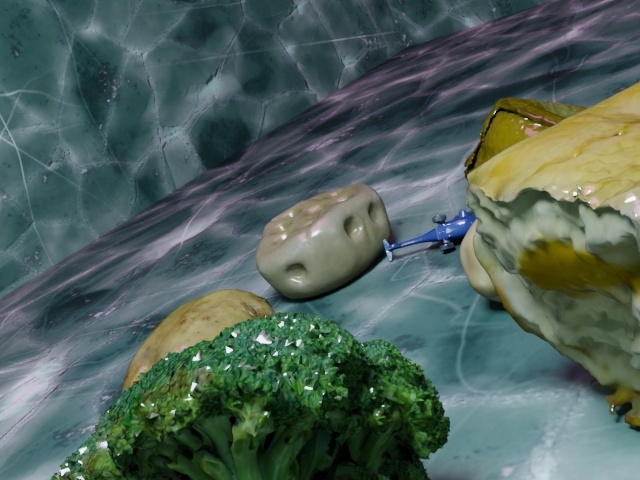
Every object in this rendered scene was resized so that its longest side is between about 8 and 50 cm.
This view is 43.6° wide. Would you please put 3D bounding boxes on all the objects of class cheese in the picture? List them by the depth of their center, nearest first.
[{"bbox_3d":[0.000,0.000,1.295,0.235,0.117,0.218,-32,17,-18],"label":"cheese"}]

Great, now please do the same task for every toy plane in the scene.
[{"bbox_3d":[0.171,-0.006,1.204,0.167,0.054,0.062,-17,-6,22],"label":"toy plane"}]

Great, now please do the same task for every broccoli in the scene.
[{"bbox_3d":[-0.043,0.187,0.591,0.308,0.308,0.275,-24,43,4],"label":"broccoli"}]

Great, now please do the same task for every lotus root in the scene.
[{"bbox_3d":[-0.139,0.149,0.999,0.160,0.146,0.284,4,25,24],"label":"lotus root"}]

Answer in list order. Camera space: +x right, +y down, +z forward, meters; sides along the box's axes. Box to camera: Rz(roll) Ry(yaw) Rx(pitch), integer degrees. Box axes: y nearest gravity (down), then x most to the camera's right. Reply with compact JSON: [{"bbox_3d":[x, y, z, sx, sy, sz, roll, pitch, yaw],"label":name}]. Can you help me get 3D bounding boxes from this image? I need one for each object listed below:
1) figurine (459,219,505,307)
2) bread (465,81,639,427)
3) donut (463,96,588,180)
[{"bbox_3d":[0.261,0.011,0.924,0.196,0.114,0.108,-6,18,27],"label":"figurine"},{"bbox_3d":[0.363,-0.008,0.615,0.394,0.250,0.361,-27,19,-19],"label":"bread"},{"bbox_3d":[0.317,-0.106,0.972,0.272,0.107,0.272,7,20,-2],"label":"donut"}]
